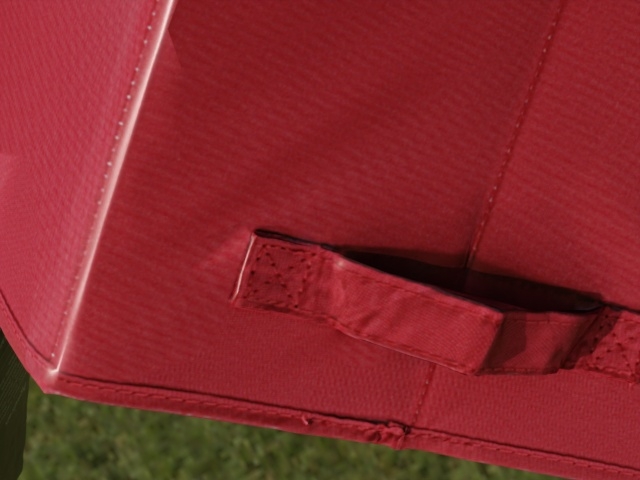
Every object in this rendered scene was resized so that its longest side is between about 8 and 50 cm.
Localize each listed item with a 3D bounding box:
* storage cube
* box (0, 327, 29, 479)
[{"bbox_3d":[0.016,-0.071,0.458,0.184,0.193,0.215,12,17,-25],"label":"storage cube"},{"bbox_3d":[-0.300,0.116,1.177,0.168,0.203,0.167,14,36,4],"label":"box"}]
